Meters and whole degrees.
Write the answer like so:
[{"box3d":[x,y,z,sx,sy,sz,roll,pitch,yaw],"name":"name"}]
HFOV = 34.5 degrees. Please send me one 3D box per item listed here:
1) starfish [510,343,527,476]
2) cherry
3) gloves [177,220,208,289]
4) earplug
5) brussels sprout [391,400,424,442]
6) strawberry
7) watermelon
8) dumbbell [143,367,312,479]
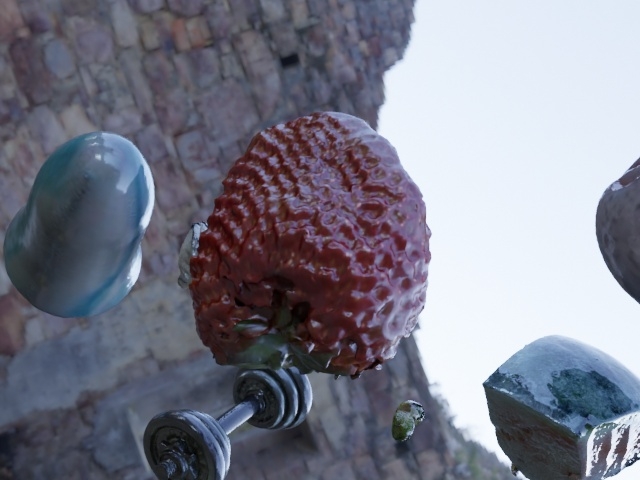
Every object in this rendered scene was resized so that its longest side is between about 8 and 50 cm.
[{"box3d":[0.383,0.302,1.813,0.062,0.277,0.235,-4,-65,48],"name":"starfish"},{"box3d":[0.572,-0.012,1.545,0.291,0.326,0.335,-34,-116,34],"name":"cherry"},{"box3d":[-0.258,0.025,2.177,0.114,0.070,0.153,-80,-179,-51],"name":"gloves"},{"box3d":[-0.281,-0.033,1.266,0.185,0.185,0.324,67,-27,10],"name":"earplug"},{"box3d":[0.146,0.302,1.742,0.051,0.046,0.083,67,26,-13],"name":"brussels sprout"},{"box3d":[0.000,0.000,1.299,0.267,0.312,0.351,39,51,-52],"name":"strawberry"},{"box3d":[0.401,0.299,1.674,0.228,0.387,0.258,40,-66,34],"name":"watermelon"},{"box3d":[-0.169,0.342,1.957,0.179,0.406,0.179,13,-65,30],"name":"dumbbell"}]
